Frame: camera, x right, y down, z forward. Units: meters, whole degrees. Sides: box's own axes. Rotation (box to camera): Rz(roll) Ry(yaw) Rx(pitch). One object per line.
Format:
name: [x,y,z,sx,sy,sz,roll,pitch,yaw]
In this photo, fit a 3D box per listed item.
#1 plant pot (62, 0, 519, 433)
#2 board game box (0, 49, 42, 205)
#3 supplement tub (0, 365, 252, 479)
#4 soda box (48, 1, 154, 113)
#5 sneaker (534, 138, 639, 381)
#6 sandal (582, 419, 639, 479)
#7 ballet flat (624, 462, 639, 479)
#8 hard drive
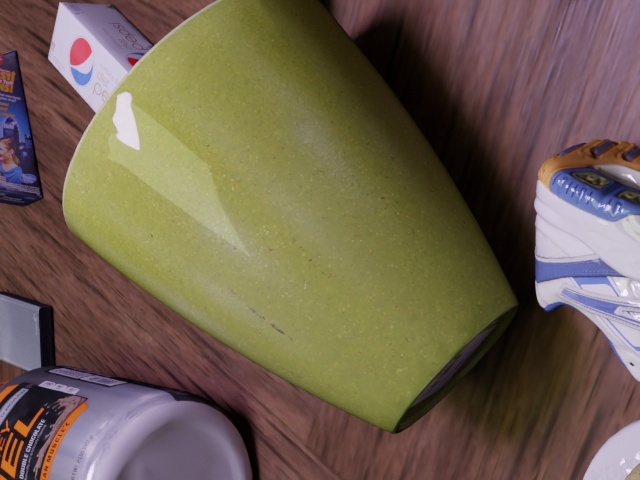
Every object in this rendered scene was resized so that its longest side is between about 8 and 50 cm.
plant pot: [0.000,0.000,0.855,0.293,0.274,0.275,45,128,16]
board game box: [-0.451,-0.156,1.398,0.060,0.194,0.194,-16,70,48]
supplement tub: [-0.249,0.247,1.189,0.338,0.207,0.207,1,97,48]
soda box: [-0.212,-0.175,1.183,0.216,0.069,0.074,46,127,35]
sneaker: [0.255,0.046,0.682,0.296,0.112,0.131,38,137,44]
sandal: [0.307,0.286,0.658,0.169,0.102,0.416,-42,52,28]
ballet flat: [0.318,0.156,0.566,0.348,0.123,0.123,14,106,36]
hard drive: [-0.400,0.124,1.480,0.135,0.022,0.094,9,103,47]
